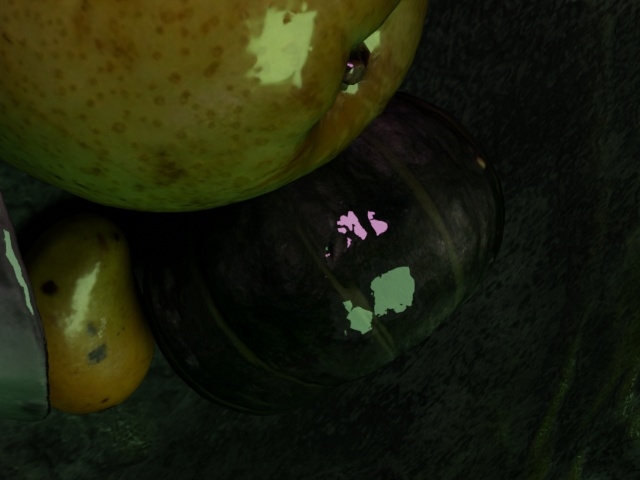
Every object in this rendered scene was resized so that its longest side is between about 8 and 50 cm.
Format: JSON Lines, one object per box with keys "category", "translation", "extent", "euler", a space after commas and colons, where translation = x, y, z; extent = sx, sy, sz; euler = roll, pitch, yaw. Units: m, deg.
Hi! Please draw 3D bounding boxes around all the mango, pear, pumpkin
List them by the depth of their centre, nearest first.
{"category": "pear", "translation": [-0.082, -0.157, 0.672], "extent": [0.304, 0.304, 0.304], "euler": [-33, 148, -24]}
{"category": "mango", "translation": [-0.185, 0.061, 1.000], "extent": [0.115, 0.090, 0.178], "euler": [-36, 145, -23]}
{"category": "pumpkin", "translation": [0.000, 0.000, 1.018], "extent": [0.300, 0.207, 0.300], "euler": [-36, 179, 0]}

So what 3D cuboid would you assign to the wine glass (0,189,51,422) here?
{"category": "wine glass", "translation": [-0.363, 0.054, 0.614], "extent": [0.406, 0.267, 0.267], "euler": [-25, 144, -25]}
